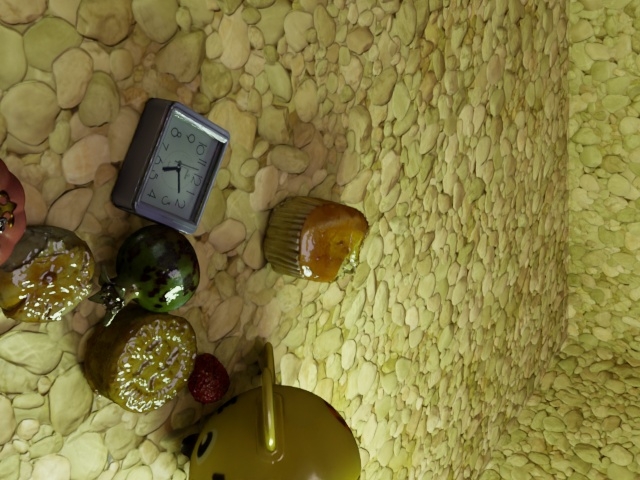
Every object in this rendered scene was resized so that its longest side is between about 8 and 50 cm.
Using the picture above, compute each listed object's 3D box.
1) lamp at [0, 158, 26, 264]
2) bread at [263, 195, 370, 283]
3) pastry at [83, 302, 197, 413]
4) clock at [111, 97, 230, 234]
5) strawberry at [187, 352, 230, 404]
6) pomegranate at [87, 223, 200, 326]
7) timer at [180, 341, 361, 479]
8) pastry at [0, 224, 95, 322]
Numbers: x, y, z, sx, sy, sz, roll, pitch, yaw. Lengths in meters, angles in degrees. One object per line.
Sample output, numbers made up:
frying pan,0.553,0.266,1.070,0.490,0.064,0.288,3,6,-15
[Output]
lamp,-0.452,-0.034,0.800,0.182,0.140,0.182,-15,109,-49
bread,0.000,0.000,1.387,0.250,0.133,0.179,2,97,-53
pastry,-0.300,0.198,1.100,0.188,0.103,0.189,-22,120,-46
clock,-0.245,-0.121,1.081,0.144,0.073,0.194,25,82,-52
strawberry,-0.216,0.267,1.257,0.083,0.083,0.097,-10,78,-49
pomegranate,-0.278,0.048,1.035,0.169,0.148,0.149,-8,109,-41
timer,-0.096,0.411,1.267,0.376,0.376,0.387,-11,96,-49
pastry,-0.403,0.049,0.939,0.153,0.081,0.153,-36,137,-42
